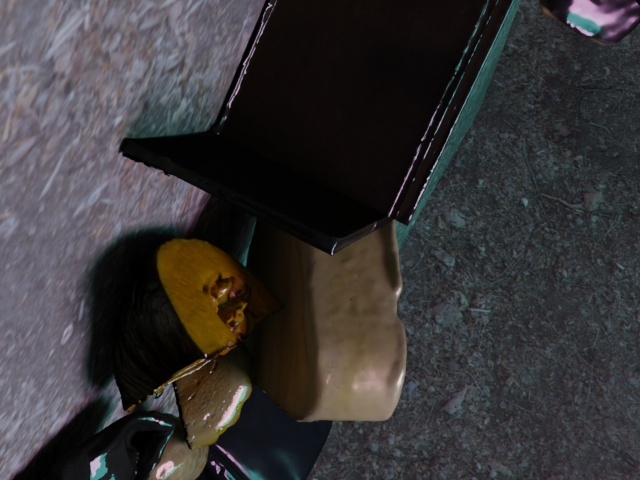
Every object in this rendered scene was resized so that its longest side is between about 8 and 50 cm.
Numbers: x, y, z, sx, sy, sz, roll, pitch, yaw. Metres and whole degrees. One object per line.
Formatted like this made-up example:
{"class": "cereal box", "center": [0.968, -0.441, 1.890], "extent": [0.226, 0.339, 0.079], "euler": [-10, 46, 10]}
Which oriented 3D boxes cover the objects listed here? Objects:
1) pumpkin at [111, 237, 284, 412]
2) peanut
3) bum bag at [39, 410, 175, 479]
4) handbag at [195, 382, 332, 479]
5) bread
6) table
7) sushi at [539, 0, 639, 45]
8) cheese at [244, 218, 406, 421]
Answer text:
{"class": "pumpkin", "center": [-0.149, 0.084, 0.979], "extent": [0.163, 0.111, 0.278], "euler": [-39, 178, 11]}
{"class": "peanut", "center": [-0.183, 0.255, 1.272], "extent": [0.104, 0.086, 0.228], "euler": [-53, 171, -6]}
{"class": "bum bag", "center": [-0.240, 0.256, 0.978], "extent": [0.326, 0.080, 0.142], "euler": [-43, 159, -55]}
{"class": "handbag", "center": [-0.087, 0.297, 1.630], "extent": [0.302, 0.178, 0.275], "euler": [-55, 168, -41]}
{"class": "bread", "center": [-0.120, 0.142, 1.188], "extent": [0.083, 0.094, 0.157], "euler": [78, -5, -84]}
{"class": "table", "center": [0.016, -0.148, 0.889], "extent": [0.250, 0.196, 0.282], "euler": [-64, 171, 12]}
{"class": "sushi", "center": [0.157, -0.254, 0.827], "extent": [0.100, 0.296, 0.373], "euler": [-38, -134, 30]}
{"class": "cheese", "center": [0.000, 0.000, 1.164], "extent": [0.384, 0.104, 0.383], "euler": [-174, -90, -75]}
